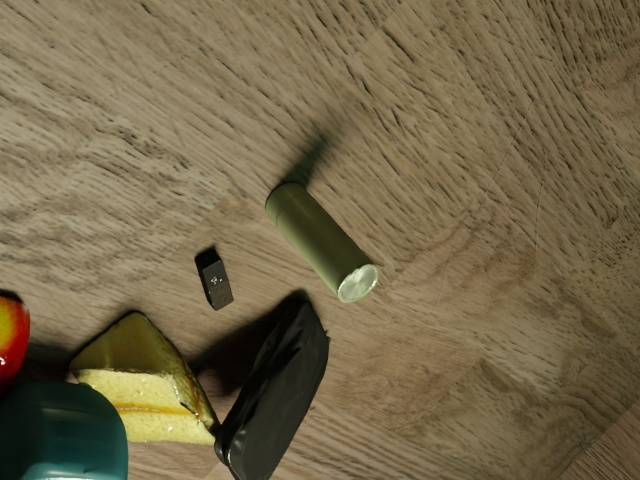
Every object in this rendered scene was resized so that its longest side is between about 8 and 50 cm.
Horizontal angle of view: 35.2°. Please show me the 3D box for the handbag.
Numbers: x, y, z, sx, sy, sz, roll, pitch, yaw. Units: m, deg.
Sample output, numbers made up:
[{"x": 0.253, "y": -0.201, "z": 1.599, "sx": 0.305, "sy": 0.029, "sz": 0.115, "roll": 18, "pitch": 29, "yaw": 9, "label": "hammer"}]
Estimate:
[{"x": -0.072, "y": 0.256, "z": 1.680, "sx": 0.332, "sy": 0.075, "sz": 0.192, "roll": -62, "pitch": 150, "yaw": -32, "label": "handbag"}]

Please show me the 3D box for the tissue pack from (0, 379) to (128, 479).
[{"x": -0.407, "y": 0.327, "z": 1.421, "sx": 0.198, "sy": 0.206, "sz": 0.287, "roll": 16, "pitch": 124, "yaw": -37, "label": "tissue pack"}]

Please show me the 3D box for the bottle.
[{"x": 0.000, "y": 0.000, "z": 1.465, "sx": 0.072, "sy": 0.201, "sz": 0.072, "roll": -25, "pitch": 142, "yaw": -21, "label": "bottle"}]

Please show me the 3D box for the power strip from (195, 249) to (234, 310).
[{"x": -0.160, "y": 0.062, "z": 1.528, "sx": 0.038, "sy": 0.029, "sz": 0.111, "roll": -30, "pitch": 143, "yaw": -16, "label": "power strip"}]

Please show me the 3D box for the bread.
[{"x": -0.252, "y": 0.227, "z": 1.557, "sx": 0.142, "sy": 0.178, "sz": 0.266, "roll": -65, "pitch": 155, "yaw": -24, "label": "bread"}]

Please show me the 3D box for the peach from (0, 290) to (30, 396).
[{"x": -0.490, "y": 0.183, "z": 1.316, "sx": 0.279, "sy": 0.068, "sz": 0.189, "roll": -48, "pitch": 142, "yaw": 9, "label": "peach"}]
